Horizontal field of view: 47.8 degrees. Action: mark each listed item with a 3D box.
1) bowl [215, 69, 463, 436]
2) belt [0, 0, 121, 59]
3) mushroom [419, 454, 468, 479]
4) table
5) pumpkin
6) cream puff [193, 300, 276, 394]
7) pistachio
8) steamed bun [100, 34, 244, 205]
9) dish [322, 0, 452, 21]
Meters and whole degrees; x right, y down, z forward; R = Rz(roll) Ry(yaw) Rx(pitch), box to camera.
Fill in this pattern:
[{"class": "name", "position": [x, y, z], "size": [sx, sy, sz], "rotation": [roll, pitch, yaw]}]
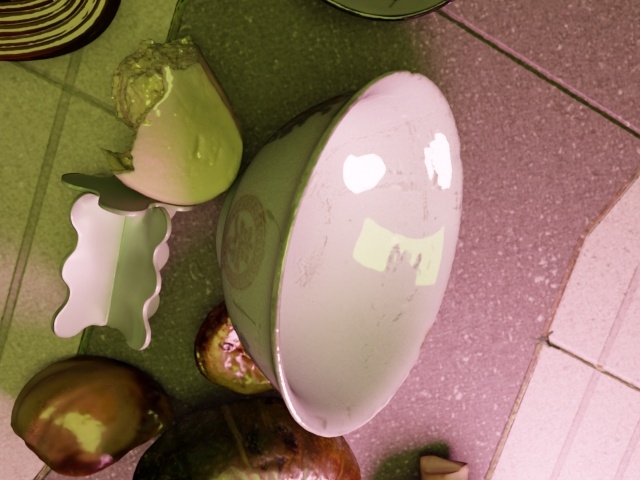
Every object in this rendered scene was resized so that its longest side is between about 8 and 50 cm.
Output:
[{"class": "bowl", "position": [0.000, 0.000, 0.895], "size": [0.196, 0.434, 0.435], "rotation": [16, 103, 31]}, {"class": "belt", "position": [-0.411, -0.323, 0.842], "size": [0.338, 0.122, 0.217], "rotation": [7, 102, -9]}, {"class": "mushroom", "position": [0.187, 0.420, 1.071], "size": [0.204, 0.204, 0.204], "rotation": [-2, 102, -8]}, {"class": "table", "position": [-0.261, 0.028, 0.928], "size": [0.166, 0.166, 0.198], "rotation": [11, 108, -10]}, {"class": "pumpkin", "position": [-0.065, 0.336, 0.966], "size": [0.325, 0.242, 0.232], "rotation": [38, 101, -28]}, {"class": "cream puff", "position": [-0.102, 0.143, 1.006], "size": [0.149, 0.084, 0.149], "rotation": [-3, 106, -11]}, {"class": "pistachio", "position": [-0.307, 0.238, 0.983], "size": [0.210, 0.130, 0.165], "rotation": [0, 64, -12]}, {"class": "steamed bun", "position": [-0.187, -0.139, 0.859], "size": [0.170, 0.225, 0.200], "rotation": [-24, 105, -2]}, {"class": "dish", "position": [0.075, -0.431, 0.897], "size": [0.316, 0.106, 0.317], "rotation": [-1, 100, -6]}]
